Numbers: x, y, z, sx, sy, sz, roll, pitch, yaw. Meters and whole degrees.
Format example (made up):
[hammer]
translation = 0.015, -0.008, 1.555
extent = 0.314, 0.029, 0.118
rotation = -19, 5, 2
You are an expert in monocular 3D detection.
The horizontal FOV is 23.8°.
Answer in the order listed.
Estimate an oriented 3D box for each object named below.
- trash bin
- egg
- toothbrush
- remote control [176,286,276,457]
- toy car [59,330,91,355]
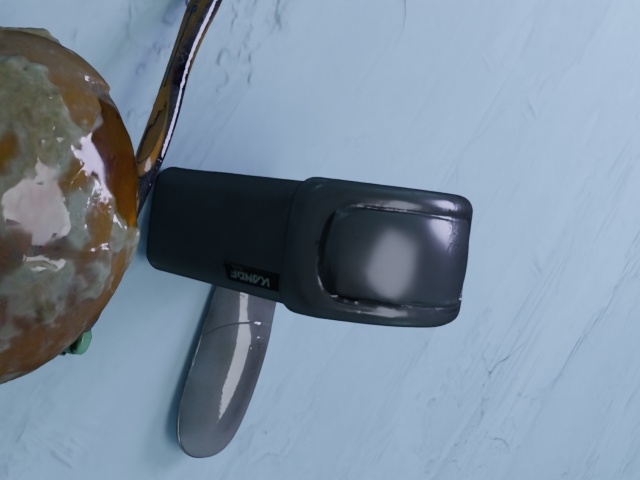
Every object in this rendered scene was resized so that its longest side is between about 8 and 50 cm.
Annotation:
[trash bin]
translation = 0.000, 0.000, 1.146
extent = 0.177, 0.236, 0.101
rotation = 2, 96, -44
[egg]
translation = -0.205, -0.019, 0.933
extent = 0.195, 0.195, 0.233
rotation = -10, 112, -50
[toothbrush]
translation = -0.117, -0.081, 1.092
extent = 0.031, 0.023, 0.321
rotation = 52, 51, -50
[remote control]
translation = -0.065, 0.079, 1.289
extent = 0.073, 0.044, 0.229
rotation = 17, 94, -52
[toy car]
translation = -0.186, 0.015, 1.090
extent = 0.073, 0.054, 0.143
rotation = 7, 103, -56
